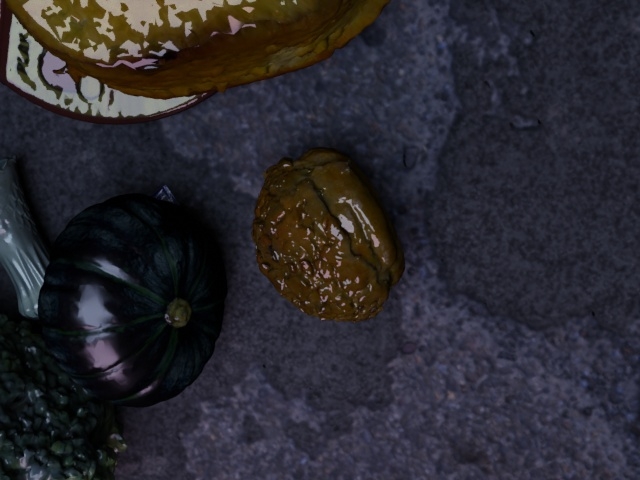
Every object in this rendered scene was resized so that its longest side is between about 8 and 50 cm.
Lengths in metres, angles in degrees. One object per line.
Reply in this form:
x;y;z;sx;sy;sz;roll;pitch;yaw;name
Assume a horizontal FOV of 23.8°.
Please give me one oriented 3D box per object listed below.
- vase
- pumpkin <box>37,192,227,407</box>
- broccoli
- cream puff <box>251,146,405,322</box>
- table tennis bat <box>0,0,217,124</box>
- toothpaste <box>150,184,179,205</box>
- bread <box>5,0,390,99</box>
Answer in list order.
-0.289;0.001;1.446;0.081;0.081;0.148;-25;102;15;vase
-0.167;0.054;1.382;0.194;0.150;0.194;-10;115;-23;pumpkin
-0.361;0.203;1.433;0.293;0.348;0.281;51;124;40;broccoli
0.000;0.000;1.355;0.115;0.150;0.165;-28;80;-17;cream puff
-0.247;-0.248;1.390;0.415;0.051;0.268;9;104;5;table tennis bat
-0.174;-0.020;1.451;0.083;0.015;0.024;-35;95;10;toothpaste
-0.103;-0.281;1.245;0.358;0.204;0.337;-17;104;7;bread
